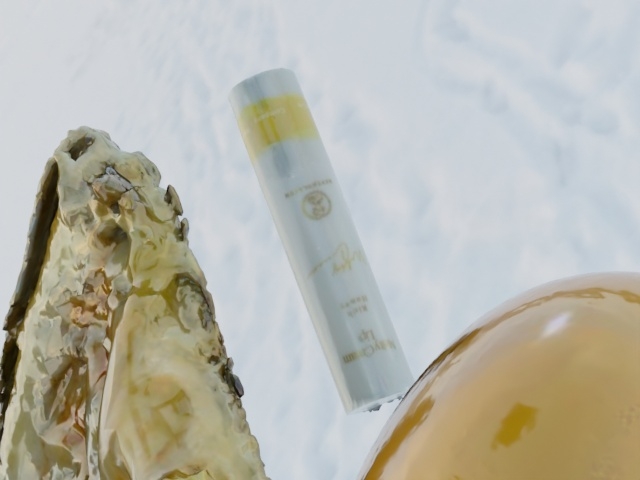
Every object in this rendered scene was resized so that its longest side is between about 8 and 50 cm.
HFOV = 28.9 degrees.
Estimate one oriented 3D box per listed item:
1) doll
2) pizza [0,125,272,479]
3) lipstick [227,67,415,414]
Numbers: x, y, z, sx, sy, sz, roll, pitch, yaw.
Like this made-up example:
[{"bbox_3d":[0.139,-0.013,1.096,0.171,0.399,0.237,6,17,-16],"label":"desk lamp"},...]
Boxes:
[{"bbox_3d":[0.126,0.131,0.469,0.213,0.236,0.213,-55,-6,-8],"label":"doll"},{"bbox_3d":[-0.140,0.206,0.750,0.392,0.080,0.435,-58,41,40],"label":"pizza"},{"bbox_3d":[0.000,0.000,0.932,0.059,0.059,0.264,-34,73,46],"label":"lipstick"}]
